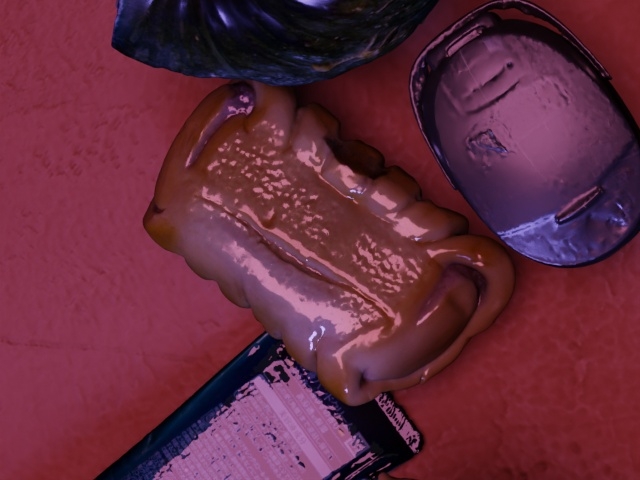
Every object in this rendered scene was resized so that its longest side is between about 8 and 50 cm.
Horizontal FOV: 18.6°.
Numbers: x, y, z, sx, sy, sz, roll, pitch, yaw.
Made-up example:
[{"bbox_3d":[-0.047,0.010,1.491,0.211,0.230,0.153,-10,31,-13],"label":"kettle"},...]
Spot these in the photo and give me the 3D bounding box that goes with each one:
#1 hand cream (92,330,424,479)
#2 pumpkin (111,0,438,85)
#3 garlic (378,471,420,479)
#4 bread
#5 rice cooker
[{"bbox_3d":[-0.075,0.159,1.225,0.270,0.061,0.120,-37,81,6],"label":"hand cream"},{"bbox_3d":[0.007,-0.221,1.099,0.197,0.293,0.263,16,54,-5],"label":"pumpkin"},{"bbox_3d":[0.086,0.324,1.082,0.231,0.246,0.340,13,73,6],"label":"garlic"},{"bbox_3d":[0.000,0.000,1.189,0.225,0.081,0.134,40,86,11],"label":"bread"},{"bbox_3d":[0.128,-0.060,1.148,0.112,0.106,0.165,-35,76,12],"label":"rice cooker"}]
